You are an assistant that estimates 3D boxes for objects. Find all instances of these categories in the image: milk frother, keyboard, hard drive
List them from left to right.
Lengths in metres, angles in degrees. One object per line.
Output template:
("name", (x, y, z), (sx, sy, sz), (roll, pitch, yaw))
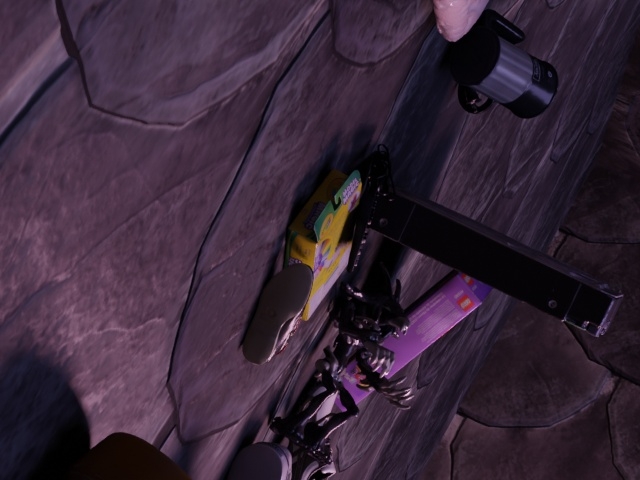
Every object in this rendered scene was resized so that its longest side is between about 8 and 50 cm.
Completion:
("keyboard", (0.067, -0.042, 1.631), (0.192, 0.038, 0.100), (-74, 175, -60))
("milk frother", (0.218, -0.222, 1.867), (0.135, 0.129, 0.143), (22, 129, -42))
("hard drive", (0.227, 0.023, 1.814), (0.064, 0.339, 0.237), (-64, 165, 5))

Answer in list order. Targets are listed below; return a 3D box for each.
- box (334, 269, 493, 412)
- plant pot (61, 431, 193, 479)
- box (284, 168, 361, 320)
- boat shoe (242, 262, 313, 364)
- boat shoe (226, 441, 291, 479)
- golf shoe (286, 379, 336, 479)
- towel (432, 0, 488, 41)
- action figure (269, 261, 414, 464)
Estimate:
("box", (0.149, 0.121, 2.057), (0.293, 0.057, 0.201), (-42, 178, 29))
("plant pot", (-0.186, 0.298, 1.164), (0.188, 0.205, 0.205), (-37, 154, -29))
("box", (0.000, 0.000, 1.571), (0.105, 0.043, 0.179), (-54, 165, -34))
("boat shoe", (-0.043, 0.077, 1.540), (0.133, 0.049, 0.042), (-62, 165, 23))
("boat shoe", (-0.106, 0.383, 1.789), (0.088, 0.096, 0.267), (18, 90, -71))
("golf shoe", (-0.009, 0.287, 1.952), (0.198, 0.094, 0.077), (-61, 165, -15))
("towel", (0.198, -0.408, 1.529), (0.317, 0.053, 0.332), (-63, 167, -6))
("action figure", (0.057, 0.170, 1.868), (0.275, 0.141, 0.164), (-57, 143, -11))
